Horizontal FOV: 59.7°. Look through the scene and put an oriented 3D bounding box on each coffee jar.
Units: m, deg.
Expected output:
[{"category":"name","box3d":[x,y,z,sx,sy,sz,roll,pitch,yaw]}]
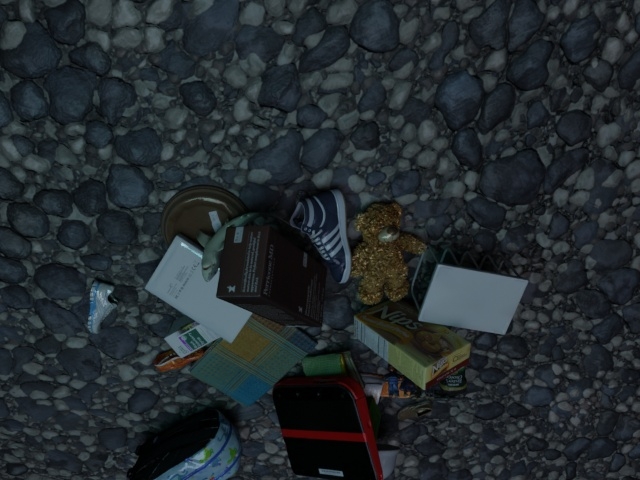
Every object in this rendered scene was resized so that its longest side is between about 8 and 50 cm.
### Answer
[{"category":"coffee jar","box3d":[0.453,0.444,1.909,0.096,0.079,0.185,-7,118,2]}]

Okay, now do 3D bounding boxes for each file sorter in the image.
[{"category":"file sorter","box3d":[0.440,0.139,1.698,0.277,0.173,0.193,11,115,-8]}]

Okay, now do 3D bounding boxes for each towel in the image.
[{"category":"towel","box3d":[-0.226,0.387,1.877,0.271,0.040,0.370,38,108,-21]}]

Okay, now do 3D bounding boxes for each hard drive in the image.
[{"category":"hard drive","box3d":[-0.341,0.145,1.657,0.307,0.040,0.203,34,106,-6]}]

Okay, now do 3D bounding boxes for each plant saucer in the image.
[{"category":"plant saucer","box3d":[-0.338,-0.029,1.655,0.277,0.041,0.278,-1,116,-2]}]

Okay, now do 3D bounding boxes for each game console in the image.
[{"category":"game console","box3d":[0.013,0.619,1.834,0.386,0.060,0.342,-14,93,41]}]

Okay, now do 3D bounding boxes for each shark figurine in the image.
[{"category":"shark figurine","box3d":[-0.240,-0.007,1.612,0.278,0.166,0.116,-41,139,-2]}]

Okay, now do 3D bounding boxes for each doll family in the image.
[{"category":"doll family","box3d":[0.303,0.483,1.911,0.192,0.111,0.076,12,151,-22]}]

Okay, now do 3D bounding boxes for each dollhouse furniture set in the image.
[{"category":"dollhouse furniture set","box3d":[0.053,0.534,1.854,0.197,0.151,0.302,-15,111,23]}]

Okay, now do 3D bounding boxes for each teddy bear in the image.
[{"category":"teddy bear","box3d":[0.194,0.056,1.681,0.245,0.113,0.338,9,117,-10]}]

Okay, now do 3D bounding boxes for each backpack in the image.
[{"category":"backpack","box3d":[-0.446,0.739,1.926,0.355,0.290,0.273,-44,105,8]}]

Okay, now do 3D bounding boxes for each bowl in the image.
[{"category":"bowl","box3d":[0.131,0.787,1.948,0.297,0.298,0.134,2,76,-3]}]

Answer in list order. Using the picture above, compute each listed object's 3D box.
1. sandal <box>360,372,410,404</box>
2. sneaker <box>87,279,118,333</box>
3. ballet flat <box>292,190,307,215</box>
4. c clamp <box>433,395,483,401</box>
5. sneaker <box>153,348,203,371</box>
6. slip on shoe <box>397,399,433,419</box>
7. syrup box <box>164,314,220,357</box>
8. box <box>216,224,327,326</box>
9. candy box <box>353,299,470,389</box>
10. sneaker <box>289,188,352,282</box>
[{"category":"sandal","box3d":[0.212,0.526,1.943,0.265,0.076,0.102,4,117,-4]},{"category":"sneaker","box3d":[-0.682,0.216,1.752,0.082,0.071,0.191,8,117,-13]},{"category":"ballet flat","box3d":[-0.059,-0.088,1.635,0.041,0.041,0.114,8,116,-6]},{"category":"c clamp","box3d":[0.461,0.552,1.947,0.160,0.137,0.022,10,74,-32]},{"category":"sneaker","box3d":[-0.467,0.393,1.864,0.175,0.064,0.067,-15,136,12]},{"category":"slip on shoe","box3d":[0.343,0.621,2.017,0.135,0.041,0.051,-21,116,8]},{"category":"syrup box","box3d":[-0.370,0.268,1.775,0.236,0.096,0.093,-29,113,11]},{"category":"box","box3d":[-0.119,0.110,1.535,0.143,0.191,0.381,-3,160,25]},{"category":"candy box","box3d":[0.266,0.295,1.666,0.182,0.316,0.088,-19,121,-30]},{"category":"sneaker","box3d":[0.000,0.000,1.612,0.153,0.099,0.282,-13,106,-25]}]
